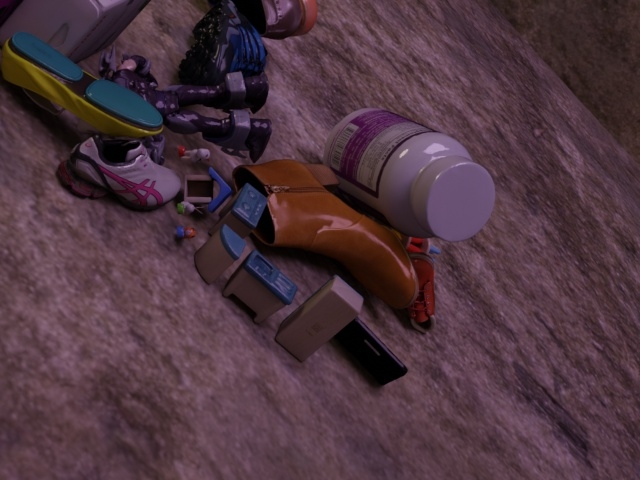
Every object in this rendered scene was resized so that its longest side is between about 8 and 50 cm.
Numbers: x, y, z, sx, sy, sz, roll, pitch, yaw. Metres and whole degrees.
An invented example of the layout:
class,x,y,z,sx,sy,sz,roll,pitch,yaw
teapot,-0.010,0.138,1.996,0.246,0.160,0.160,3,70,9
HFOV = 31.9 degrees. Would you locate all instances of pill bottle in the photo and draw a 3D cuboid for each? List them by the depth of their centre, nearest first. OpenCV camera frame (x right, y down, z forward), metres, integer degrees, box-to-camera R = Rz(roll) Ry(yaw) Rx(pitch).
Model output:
class,x,y,z,sx,sy,sz,roll,pitch,yaw
pill bottle,0.140,-0.101,1.771,0.169,0.169,0.301,27,4,-33

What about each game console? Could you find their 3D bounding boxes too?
class,x,y,z,sx,sy,sz,roll,pitch,yaw
game console,0.076,0.142,1.623,0.122,0.107,0.071,45,57,-4

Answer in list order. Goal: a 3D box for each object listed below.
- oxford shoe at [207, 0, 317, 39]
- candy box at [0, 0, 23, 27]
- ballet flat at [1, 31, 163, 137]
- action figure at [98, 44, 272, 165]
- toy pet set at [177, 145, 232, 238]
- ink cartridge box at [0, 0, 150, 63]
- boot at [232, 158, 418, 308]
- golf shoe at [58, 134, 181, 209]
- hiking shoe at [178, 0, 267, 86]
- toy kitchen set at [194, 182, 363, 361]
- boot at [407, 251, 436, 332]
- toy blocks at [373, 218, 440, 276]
class,x,y,z,sx,sy,sz,roll,pitch,yaw
oxford shoe,-0.168,-0.488,1.977,0.363,0.130,0.132,42,42,19
candy box,-0.469,-0.400,1.443,0.233,0.159,0.071,44,28,-9
ballet flat,-0.312,-0.183,1.448,0.231,0.077,0.077,31,32,-2
action figure,-0.211,-0.184,1.577,0.285,0.099,0.185,4,63,-25
toy pet set,-0.155,-0.062,1.516,0.114,0.065,0.122,99,-8,-88
ink cartridge box,-0.324,-0.324,1.544,0.092,0.160,0.219,47,28,-6
boot,0.000,-0.001,1.676,0.211,0.104,0.295,-12,59,-52
golf shoe,-0.243,-0.090,1.452,0.186,0.086,0.067,8,48,-51
hiking shoe,-0.138,-0.292,1.793,0.132,0.113,0.304,40,26,-19
toy kitchen set,-0.046,0.025,1.540,0.207,0.122,0.166,42,30,-13
boot,0.156,0.081,1.760,0.158,0.059,0.085,67,17,-53
toy blocks,0.156,0.031,1.876,0.148,0.054,0.123,21,38,-40
